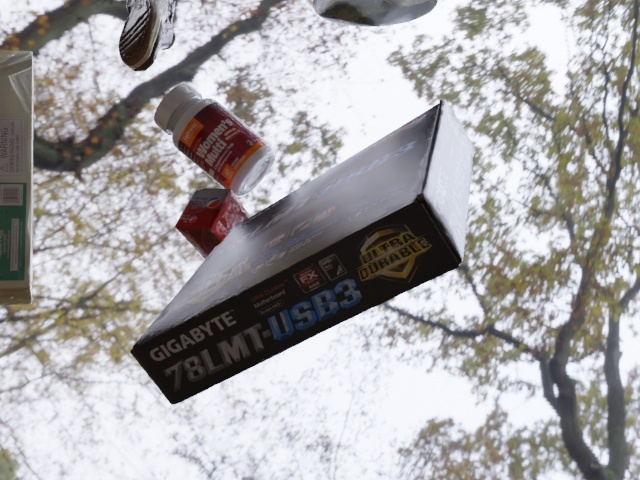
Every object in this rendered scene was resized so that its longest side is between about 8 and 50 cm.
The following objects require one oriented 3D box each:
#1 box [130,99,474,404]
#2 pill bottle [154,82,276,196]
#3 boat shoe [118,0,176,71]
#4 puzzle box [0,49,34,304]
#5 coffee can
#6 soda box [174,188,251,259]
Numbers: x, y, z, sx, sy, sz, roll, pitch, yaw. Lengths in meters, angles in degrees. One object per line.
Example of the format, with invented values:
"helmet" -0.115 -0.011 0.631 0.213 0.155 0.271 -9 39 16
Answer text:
"box" 0.000 0.000 0.808 0.295 0.293 0.073 -28 -74 22
"pill bottle" -0.202 -0.192 1.622 0.221 0.121 0.121 39 -62 10
"boat shoe" -0.304 -0.391 1.583 0.095 0.257 0.095 -28 -47 27
"puzzle box" -0.534 -0.096 1.169 0.272 0.409 0.052 0 -31 -16
"coffee can" 0.083 -0.509 1.372 0.202 0.201 0.275 -4 -97 23
"soda box" -0.154 0.017 1.572 0.083 0.092 0.263 5 -32 32
